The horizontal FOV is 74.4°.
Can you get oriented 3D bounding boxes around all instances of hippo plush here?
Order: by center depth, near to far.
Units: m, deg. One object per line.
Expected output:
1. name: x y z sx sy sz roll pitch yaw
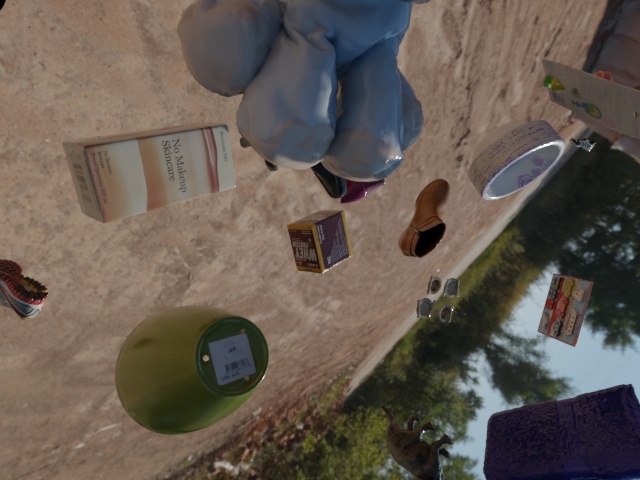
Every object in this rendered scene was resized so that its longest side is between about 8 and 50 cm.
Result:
1. hippo plush: 0.057 -0.205 0.354 0.237 0.234 0.294 -34 -158 47

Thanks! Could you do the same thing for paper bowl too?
1. paper bowl: 0.610 -0.270 1.355 0.285 0.147 0.284 -20 154 -10

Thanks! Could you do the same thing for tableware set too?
1. tableware set: 0.363 0.177 1.287 0.169 0.020 0.140 12 94 -32

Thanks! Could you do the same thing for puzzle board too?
1. puzzle board: 0.478 0.133 0.831 0.096 0.011 0.128 -159 -97 -77

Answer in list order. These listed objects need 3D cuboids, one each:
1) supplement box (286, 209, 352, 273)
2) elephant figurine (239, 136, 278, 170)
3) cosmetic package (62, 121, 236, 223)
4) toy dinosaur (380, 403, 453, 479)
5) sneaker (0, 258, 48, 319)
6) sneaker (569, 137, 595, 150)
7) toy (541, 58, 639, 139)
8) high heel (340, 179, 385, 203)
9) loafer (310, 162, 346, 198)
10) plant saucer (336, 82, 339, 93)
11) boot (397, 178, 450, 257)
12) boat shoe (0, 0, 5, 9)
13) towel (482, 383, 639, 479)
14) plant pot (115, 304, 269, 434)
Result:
1. supplement box: 0.000 0.000 1.620 0.194 0.129 0.191 -28 113 -44
2. elephant figurine: -0.157 -0.320 1.399 0.170 0.185 0.239 -12 166 -21
3. cosmetic package: -0.340 -0.153 0.877 0.296 0.129 0.153 -26 120 -40
4. toy dinosaur: 0.265 0.589 1.192 0.161 0.313 0.120 -27 146 -27
5. sneaker: -0.802 0.122 1.076 0.092 0.225 0.088 -62 162 15
6. sneaker: 0.843 -0.320 1.358 0.036 0.084 0.031 117 -17 -46
7. toy: 0.596 -0.323 0.910 0.056 0.237 0.137 -44 134 4
8. high heel: 0.086 -0.320 1.617 0.182 0.376 0.127 -26 152 -2
9. loafer: -0.009 -0.197 1.015 0.078 0.223 0.076 -36 -165 -38
10. plant saucer: -0.027 -0.458 1.404 0.277 0.278 0.041 -56 -164 19
11. boot: 0.345 -0.071 1.332 0.283 0.109 0.220 -53 -176 4
12. boat shoe: -0.591 -0.409 0.740 0.042 0.132 0.049 5 149 -16
13. towel: 0.488 0.402 0.837 0.309 0.076 0.228 -27 -178 29
14. plant pot: -0.225 0.240 0.828 0.275 0.274 0.294 -33 -177 -40
